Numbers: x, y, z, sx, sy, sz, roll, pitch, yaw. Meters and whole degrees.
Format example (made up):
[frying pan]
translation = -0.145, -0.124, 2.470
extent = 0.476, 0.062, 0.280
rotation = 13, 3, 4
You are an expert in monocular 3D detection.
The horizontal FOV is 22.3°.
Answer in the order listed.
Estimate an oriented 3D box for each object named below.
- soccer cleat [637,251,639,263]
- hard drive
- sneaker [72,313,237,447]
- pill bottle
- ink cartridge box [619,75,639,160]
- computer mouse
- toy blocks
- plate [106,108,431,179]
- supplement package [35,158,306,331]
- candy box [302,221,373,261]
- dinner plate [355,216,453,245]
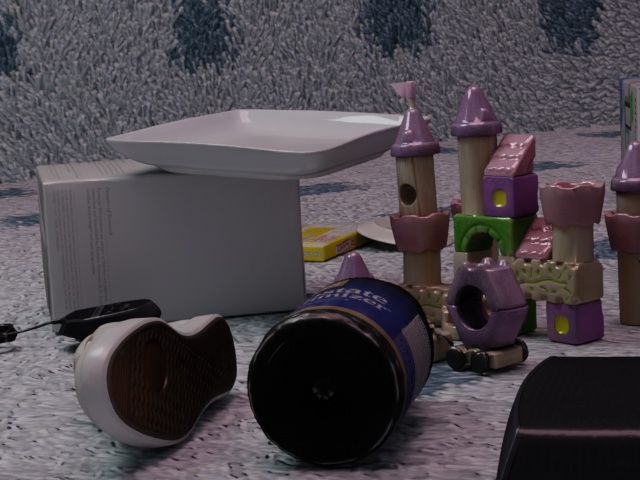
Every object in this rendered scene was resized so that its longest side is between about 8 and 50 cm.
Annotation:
[soccer cleat]
translation = 0.411, 0.021, 1.511
extent = 0.143, 0.116, 0.331
rotation = 2, 9, 35
[hard drive]
translation = 0.224, 0.134, 1.218
extent = 0.172, 0.054, 0.254
rotation = -1, 9, 15
[sneaker]
translation = -0.165, 0.120, 1.363
extent = 0.123, 0.106, 0.290
rotation = -8, -2, 13
[pill bottle]
translation = 0.025, 0.097, 1.319
extent = 0.122, 0.123, 0.219
rotation = -2, 8, 13
[ink cartridge box]
translation = 0.595, -0.165, 2.618
extent = 0.197, 0.198, 0.270
rotation = -2, 8, 5
[computer mouse]
translation = -0.288, 0.103, 1.736
extent = 0.242, 0.041, 0.071
rotation = -10, 9, 4
[toy blocks]
translation = 0.168, -0.032, 1.671
extent = 0.309, 0.260, 0.288
rotation = -11, 12, -43
[plate]
translation = -0.053, -0.110, 1.840
extent = 0.277, 0.045, 0.278
rotation = 4, 14, 30
[supplement package]
translation = -0.178, -0.004, 1.906
extent = 0.293, 0.175, 0.177
rotation = -5, 10, -11
[candy box]
translation = 0.000, 0.000, 2.323
extent = 0.105, 0.027, 0.206
rotation = 4, 11, 25
[dinner plate]
translation = 0.121, -0.015, 2.323
extent = 0.141, 0.017, 0.141
rotation = 5, 14, -1
